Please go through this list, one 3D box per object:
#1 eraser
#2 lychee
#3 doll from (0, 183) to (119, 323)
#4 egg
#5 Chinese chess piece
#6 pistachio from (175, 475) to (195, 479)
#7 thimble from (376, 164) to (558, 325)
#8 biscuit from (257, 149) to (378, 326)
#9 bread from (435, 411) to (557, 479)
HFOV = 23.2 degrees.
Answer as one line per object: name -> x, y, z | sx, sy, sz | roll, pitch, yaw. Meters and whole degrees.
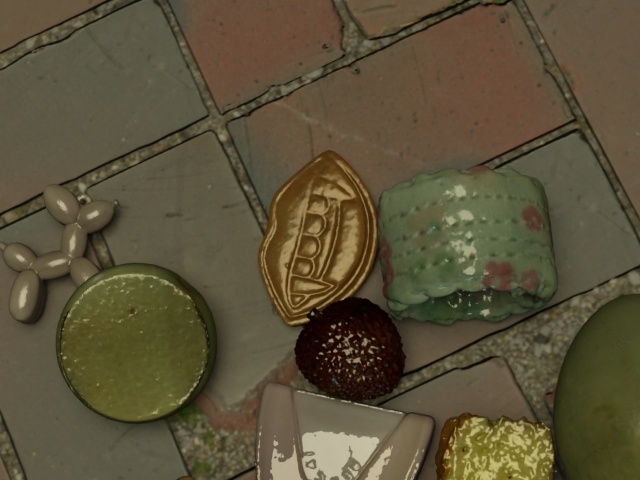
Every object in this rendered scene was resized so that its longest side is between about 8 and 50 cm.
eraser -> 0.007, 0.298, 1.786 | 0.204, 0.059, 0.243 | 13, 76, 9
lychee -> 0.036, 0.127, 1.792 | 0.123, 0.123, 0.129 | -36, 73, -2
doll -> -0.314, 0.010, 1.892 | 0.161, 0.059, 0.160 | -15, 77, 4
egg -> 0.360, 0.179, 1.685 | 0.218, 0.218, 0.295 | -5, 47, 6
Chinese chess piece -> -0.215, 0.120, 1.822 | 0.188, 0.083, 0.188 | 0, 95, -3
pistachio -> -0.145, 0.419, 1.693 | 0.229, 0.238, 0.321 | 15, 99, -29
thimble -> 0.159, 0.010, 1.778 | 0.211, 0.185, 0.149 | -14, 72, 33
biscuit -> 0.000, 0.000, 1.871 | 0.142, 0.029, 0.220 | 15, 79, 10
bread -> 0.200, 0.306, 1.720 | 0.143, 0.139, 0.229 | -1, 82, 7
